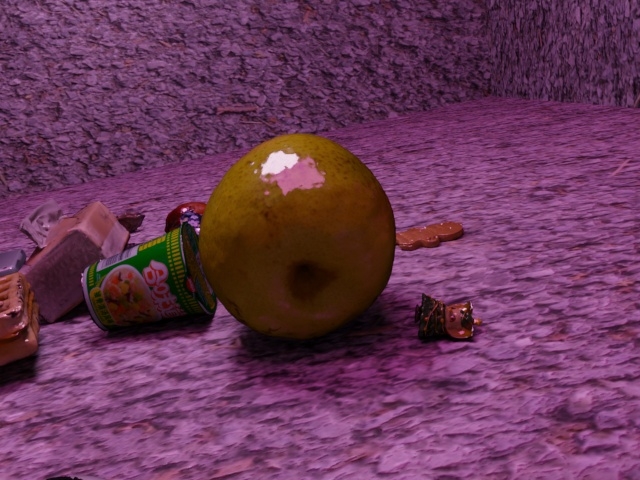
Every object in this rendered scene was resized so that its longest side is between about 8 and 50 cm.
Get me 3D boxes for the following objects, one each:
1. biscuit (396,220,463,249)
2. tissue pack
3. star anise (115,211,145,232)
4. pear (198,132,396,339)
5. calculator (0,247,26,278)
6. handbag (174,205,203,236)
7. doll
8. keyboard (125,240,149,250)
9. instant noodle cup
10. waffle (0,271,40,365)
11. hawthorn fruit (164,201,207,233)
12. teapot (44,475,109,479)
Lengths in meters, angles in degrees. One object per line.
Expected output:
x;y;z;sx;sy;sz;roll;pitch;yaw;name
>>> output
0.268;-0.015;1.620;0.184;0.027;0.133;-10;16;-1;biscuit
-0.616;0.013;1.589;0.239;0.238;0.305;-12;17;-6;tissue pack
-0.678;-0.046;2.159;0.208;0.063;0.172;-26;20;-33;star anise
-0.041;-0.019;1.221;0.391;0.391;0.391;-9;18;3;pear
-0.942;0.079;1.923;0.141;0.045;0.246;-14;18;-14;calculator
-0.253;0.007;1.598;0.208;0.126;0.228;3;26;-22;handbag
0.215;0.142;1.139;0.113;0.076;0.078;18;44;-7;doll
-0.539;0.025;1.928;0.263;0.016;0.106;-6;18;10;keyboard
-0.361;0.088;1.379;0.233;0.207;0.207;-16;18;2;instant noodle cup
-0.739;0.206;1.264;0.376;0.114;0.261;-23;24;-17;waffle
-0.321;-0.028;1.770;0.194;0.156;0.157;-12;16;-35;hawthorn fruit
-0.273;0.324;0.681;0.295;0.129;0.193;-13;19;-10;teapot
